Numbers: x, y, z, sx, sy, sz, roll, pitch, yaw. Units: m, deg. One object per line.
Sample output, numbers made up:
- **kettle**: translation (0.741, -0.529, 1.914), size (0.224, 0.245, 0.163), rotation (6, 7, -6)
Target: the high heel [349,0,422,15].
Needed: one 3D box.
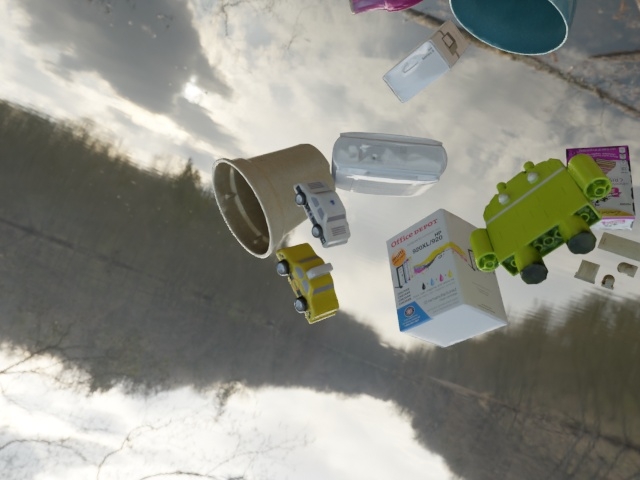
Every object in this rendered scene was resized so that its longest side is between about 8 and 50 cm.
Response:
- **high heel**: translation (0.080, -0.445, 0.744), size (0.117, 0.244, 0.082), rotation (-8, -158, 10)

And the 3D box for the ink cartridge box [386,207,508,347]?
- **ink cartridge box**: translation (0.271, 0.085, 1.180), size (0.168, 0.232, 0.171), rotation (24, 138, -36)

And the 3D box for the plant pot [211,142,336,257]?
- **plant pot**: translation (-0.130, -0.159, 1.726), size (0.334, 0.305, 0.334), rotation (40, 146, 35)

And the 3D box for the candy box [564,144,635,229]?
- **candy box**: translation (0.748, -0.143, 1.451), size (0.159, 0.233, 0.071), rotation (0, 151, 21)

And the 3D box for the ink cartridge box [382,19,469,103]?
- **ink cartridge box**: translation (0.344, -0.580, 1.740), size (0.198, 0.273, 0.115), rotation (-32, 104, 40)

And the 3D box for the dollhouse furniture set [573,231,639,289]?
- **dollhouse furniture set**: translation (0.846, 0.059, 1.576), size (0.144, 0.151, 0.123), rotation (22, -169, 24)

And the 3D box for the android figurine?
- **android figurine**: translation (0.366, -0.047, 0.921), size (0.056, 0.273, 0.248), rotation (38, 121, -21)

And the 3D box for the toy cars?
- **toy cars**: translation (0.000, 0.000, 1.267), size (0.176, 0.393, 0.087), rotation (27, 140, -20)

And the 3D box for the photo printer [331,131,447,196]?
- **photo printer**: translation (0.153, -0.177, 1.320), size (0.256, 0.107, 0.307), rotation (5, 177, 2)

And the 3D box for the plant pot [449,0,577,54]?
- **plant pot**: translation (0.482, -0.609, 1.271), size (0.290, 0.195, 0.290), rotation (28, 178, 1)
